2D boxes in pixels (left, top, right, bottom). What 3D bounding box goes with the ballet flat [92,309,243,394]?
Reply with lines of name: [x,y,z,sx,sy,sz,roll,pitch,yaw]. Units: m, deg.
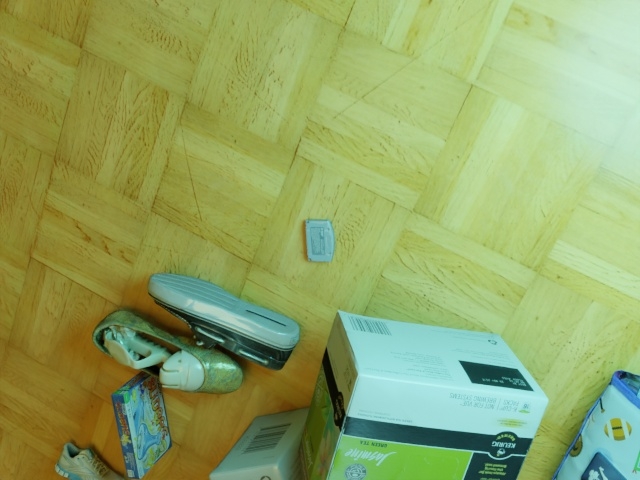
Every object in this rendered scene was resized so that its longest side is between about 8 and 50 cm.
ballet flat: [-0.335,0.252,1.424,0.348,0.123,0.123,22,111,16]

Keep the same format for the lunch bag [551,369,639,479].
lunch bag: [0.604,0.445,1.123,0.385,0.238,0.328,30,114,26]

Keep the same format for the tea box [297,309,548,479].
tea box: [0.160,0.331,1.176,0.328,0.220,0.324,11,109,-13]

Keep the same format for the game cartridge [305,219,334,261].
game cartridge: [0.000,0.000,1.310,0.055,0.017,0.083,3,106,21]

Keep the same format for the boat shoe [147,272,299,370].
boat shoe: [-0.211,0.172,1.370,0.335,0.121,0.119,23,106,9]

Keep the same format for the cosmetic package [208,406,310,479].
cosmetic package: [-0.038,0.605,1.377,0.161,0.230,0.454,-17,98,22]

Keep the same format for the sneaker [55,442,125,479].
sneaker: [-0.554,0.547,1.620,0.190,0.071,0.083,18,104,13]

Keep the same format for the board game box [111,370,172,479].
board game box: [-0.394,0.402,1.487,0.035,0.136,0.201,-2,105,19]
